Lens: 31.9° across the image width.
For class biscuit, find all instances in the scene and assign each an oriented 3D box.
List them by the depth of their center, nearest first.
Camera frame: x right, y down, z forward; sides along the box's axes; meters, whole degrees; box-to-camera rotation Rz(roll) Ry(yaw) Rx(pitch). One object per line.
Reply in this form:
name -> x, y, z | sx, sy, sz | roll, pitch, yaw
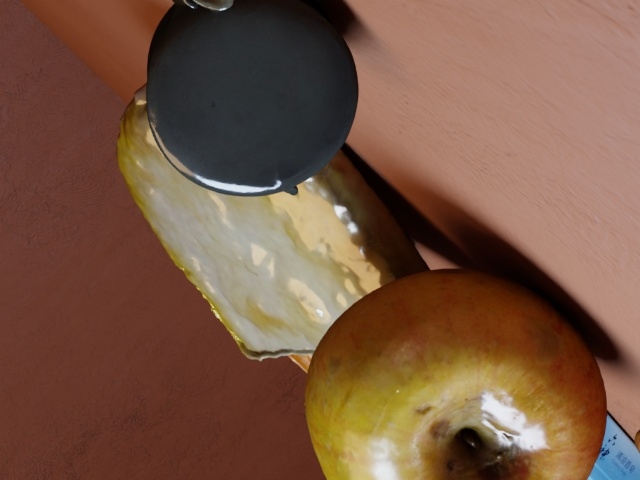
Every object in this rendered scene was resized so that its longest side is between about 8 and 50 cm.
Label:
biscuit -> -0.075, -0.023, 1.402 | 0.446, 0.104, 0.429 | 53, 149, -13

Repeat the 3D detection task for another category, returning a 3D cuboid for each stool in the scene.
stool -> -0.052, -0.147, 0.842 | 0.153, 0.228, 0.139 | 2, -153, -9

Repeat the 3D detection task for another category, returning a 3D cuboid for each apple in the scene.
apple -> 0.132, 0.166, 1.143 | 0.299, 0.299, 0.275 | 42, -169, -5

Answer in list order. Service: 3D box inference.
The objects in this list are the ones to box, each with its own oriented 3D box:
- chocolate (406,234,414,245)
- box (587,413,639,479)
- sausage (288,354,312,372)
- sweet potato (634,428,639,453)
chocolate -> -0.001, 0.000, 1.508 | 0.254, 0.080, 0.157 | 38, 141, 19
box -> 0.325, 0.250, 1.540 | 0.142, 0.083, 0.232 | 45, 176, -33
sausage -> -0.034, 0.082, 2.035 | 0.287, 0.233, 0.233 | 42, 175, -1
sweet potato -> 0.380, 0.237, 1.282 | 0.034, 0.034, 0.095 | 37, 169, 45
